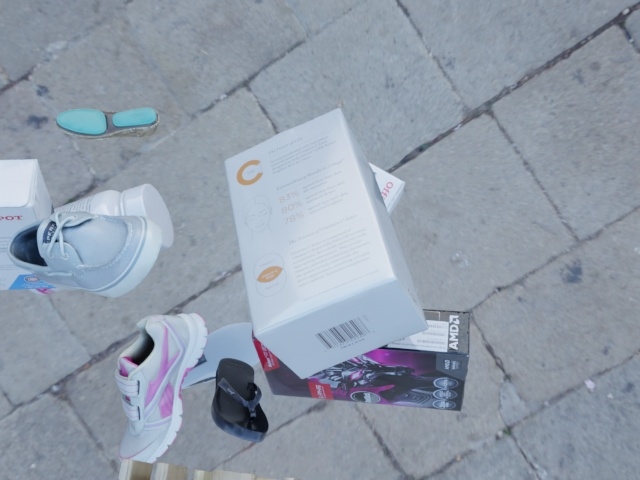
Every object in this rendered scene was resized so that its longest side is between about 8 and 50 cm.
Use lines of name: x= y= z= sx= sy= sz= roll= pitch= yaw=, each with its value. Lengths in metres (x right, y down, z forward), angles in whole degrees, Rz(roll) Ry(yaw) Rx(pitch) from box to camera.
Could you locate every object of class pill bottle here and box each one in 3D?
pill bottle: x=-0.448 y=-0.006 z=1.411 sx=0.283 sy=0.160 sz=0.160 roll=-18 pitch=93 yaw=8

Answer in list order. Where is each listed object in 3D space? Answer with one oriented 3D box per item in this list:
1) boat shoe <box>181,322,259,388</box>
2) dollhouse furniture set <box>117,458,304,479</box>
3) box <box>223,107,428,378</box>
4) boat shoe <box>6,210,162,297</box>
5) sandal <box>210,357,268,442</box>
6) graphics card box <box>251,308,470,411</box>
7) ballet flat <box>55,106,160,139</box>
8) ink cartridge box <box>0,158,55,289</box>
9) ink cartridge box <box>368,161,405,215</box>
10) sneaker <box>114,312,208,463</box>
boat shoe: x=-0.256 y=0.281 z=1.668 sx=0.306 sy=0.105 sz=0.113 roll=-27 pitch=84 yaw=-7
dollhouse furniture set: x=-0.061 y=0.315 z=0.691 sx=0.212 sy=0.242 sz=0.160 roll=0 pitch=68 yaw=20
box: x=0.000 y=0.000 z=1.107 sx=0.215 sy=0.168 sz=0.345 roll=-23 pitch=52 yaw=11
boat shoe: x=-0.246 y=0.010 z=0.712 sx=0.228 sy=0.081 sz=0.079 roll=-7 pitch=64 yaw=45
sandal: x=-0.148 y=0.272 z=1.283 sx=0.097 sy=0.254 sz=0.054 roll=15 pitch=106 yaw=-20
graphics card box: x=0.076 y=0.208 z=1.283 sx=0.371 sy=0.232 sz=0.094 roll=3 pitch=53 yaw=8
ballet flat: x=-0.435 y=-0.233 z=1.472 sx=0.206 sy=0.067 sz=0.073 roll=-2 pitch=66 yaw=-9
ink cartridge box: x=-0.421 y=-0.015 z=0.927 sx=0.140 sy=0.190 sz=0.082 roll=-2 pitch=54 yaw=-9
ink cartridge box: x=0.031 y=-0.087 z=1.377 sx=0.218 sy=0.092 sz=0.158 roll=30 pitch=75 yaw=5
sneaker: x=-0.270 y=0.222 z=1.097 sx=0.111 sy=0.103 sz=0.252 roll=22 pitch=80 yaw=-38
